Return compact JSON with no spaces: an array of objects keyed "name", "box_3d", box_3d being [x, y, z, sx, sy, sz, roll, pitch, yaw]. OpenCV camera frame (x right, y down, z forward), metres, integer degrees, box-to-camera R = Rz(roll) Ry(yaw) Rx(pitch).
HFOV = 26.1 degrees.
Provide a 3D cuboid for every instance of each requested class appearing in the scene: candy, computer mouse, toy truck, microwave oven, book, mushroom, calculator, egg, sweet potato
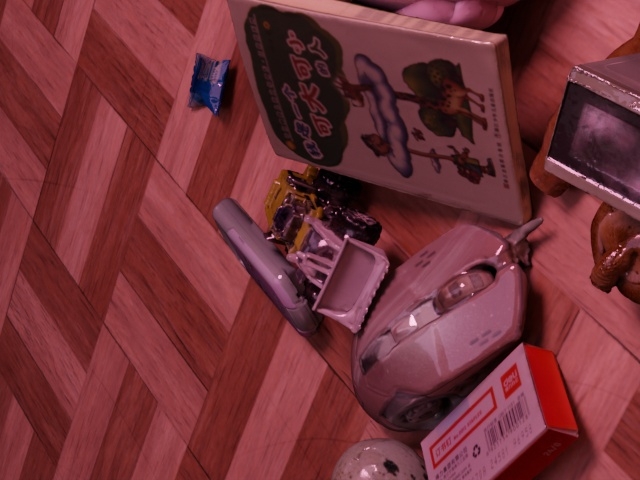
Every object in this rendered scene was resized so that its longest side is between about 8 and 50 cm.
[{"name":"candy","box_3d":[-0.174,-0.239,2.116,0.136,0.038,0.088,23,105,60]},{"name":"computer mouse","box_3d":[0.138,0.103,1.647,0.389,0.115,0.199,-52,55,40]},{"name":"toy truck","box_3d":[0.000,0.000,1.762,0.136,0.111,0.286,-66,24,20]},{"name":"microwave oven","box_3d":[0.343,-0.082,1.315,0.205,0.163,0.129,34,123,37]},{"name":"book","box_3d":[0.067,-0.161,1.608,0.371,0.043,0.260,18,140,34]},{"name":"mushroom","box_3d":[0.328,0.004,1.414,0.127,0.087,0.127,10,103,53]},{"name":"calculator","box_3d":[-0.074,0.035,1.923,0.246,0.045,0.141,48,170,41]},{"name":"egg","box_3d":[0.086,0.319,1.702,0.164,0.131,0.131,42,124,29]},{"name":"sweet potato","box_3d":[0.309,-0.162,1.458,0.067,0.059,0.281,34,127,-2]}]

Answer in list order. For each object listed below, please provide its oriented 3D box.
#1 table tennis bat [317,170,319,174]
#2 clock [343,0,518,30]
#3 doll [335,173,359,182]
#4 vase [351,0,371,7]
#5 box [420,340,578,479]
[{"name":"table tennis bat","box_3d":[0.008,-0.041,1.897,0.158,0.014,0.095,32,113,50]},{"name":"clock","box_3d":[0.102,-0.413,1.574,0.376,0.250,0.368,0,90,52]},{"name":"doll","box_3d":[0.071,-0.190,1.752,0.127,0.088,0.249,-102,34,-66]},{"name":"vase","box_3d":[-0.093,-0.360,1.773,0.173,0.321,0.173,0,90,54]},{"name":"box","box_3d":[0.198,0.232,1.589,0.229,0.050,0.123,-52,33,37]}]
